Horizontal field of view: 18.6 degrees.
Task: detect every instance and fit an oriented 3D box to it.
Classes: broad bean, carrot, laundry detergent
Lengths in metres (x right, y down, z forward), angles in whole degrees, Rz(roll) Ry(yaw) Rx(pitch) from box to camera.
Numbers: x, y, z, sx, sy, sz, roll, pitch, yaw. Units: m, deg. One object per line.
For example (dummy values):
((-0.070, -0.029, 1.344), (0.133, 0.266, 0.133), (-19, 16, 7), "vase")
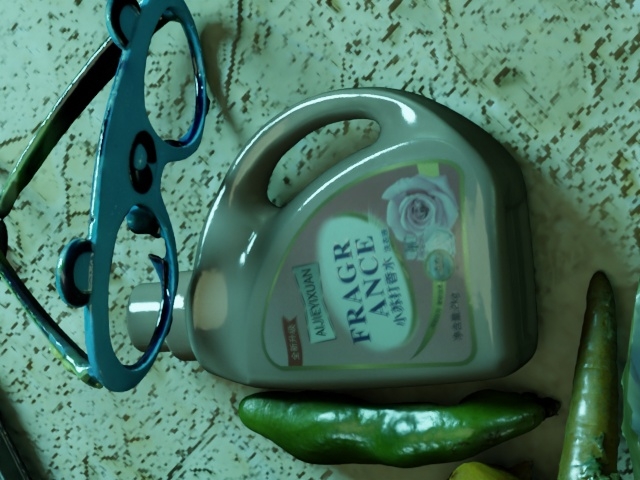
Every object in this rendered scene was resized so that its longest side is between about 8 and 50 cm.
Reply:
((0.038, 0.108, 1.125), (0.195, 0.061, 0.046), (-4, 96, 18), "broad bean")
((0.146, 0.136, 1.055), (0.049, 0.049, 0.254), (-2, 69, 18), "carrot")
((0.000, 0.000, 1.113), (0.237, 0.076, 0.171), (-2, 96, 22), "laundry detergent")

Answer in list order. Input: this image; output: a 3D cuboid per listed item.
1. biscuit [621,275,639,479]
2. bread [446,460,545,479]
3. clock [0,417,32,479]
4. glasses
((0.263, 0.026, 0.993), (0.329, 0.078, 0.335), (-30, 73, 27), "biscuit")
((0.173, 0.226, 1.088), (0.271, 0.077, 0.139), (26, 78, 9), "bread")
((-0.284, 0.229, 1.259), (0.279, 0.049, 0.273), (-25, 91, 20), "clock")
((-0.139, -0.024, 1.129), (0.207, 0.102, 0.239), (-17, 58, 54), "glasses")
